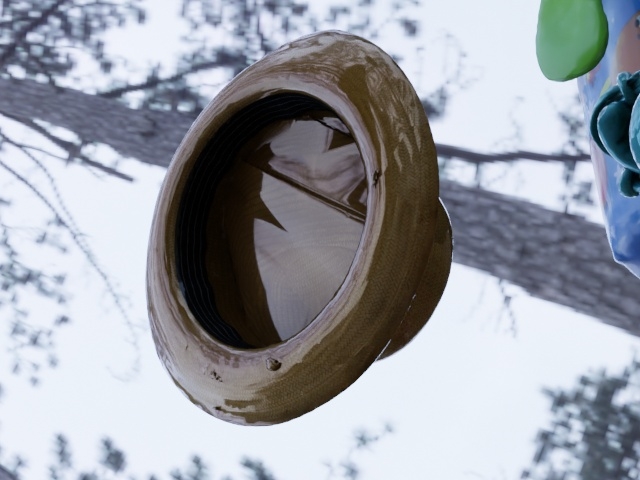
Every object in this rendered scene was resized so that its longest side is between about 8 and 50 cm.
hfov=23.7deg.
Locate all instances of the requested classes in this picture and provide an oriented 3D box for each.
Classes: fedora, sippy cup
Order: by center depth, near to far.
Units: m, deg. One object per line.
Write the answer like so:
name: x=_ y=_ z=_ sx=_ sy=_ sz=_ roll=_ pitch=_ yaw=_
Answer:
fedora: x=0.000 y=0.000 z=0.696 sx=0.079 sy=0.194 sz=0.194 roll=23 pitch=-95 yaw=-40
sippy cup: x=0.289 y=-0.088 z=1.094 sx=0.306 sy=0.240 sz=0.224 roll=5 pitch=-116 yaw=-3

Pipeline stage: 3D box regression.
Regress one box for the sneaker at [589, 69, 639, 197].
sneaker: x=0.180 y=-0.068 z=0.718 sx=0.110 sy=0.275 sz=0.107 roll=-14 pitch=-87 yaw=8
